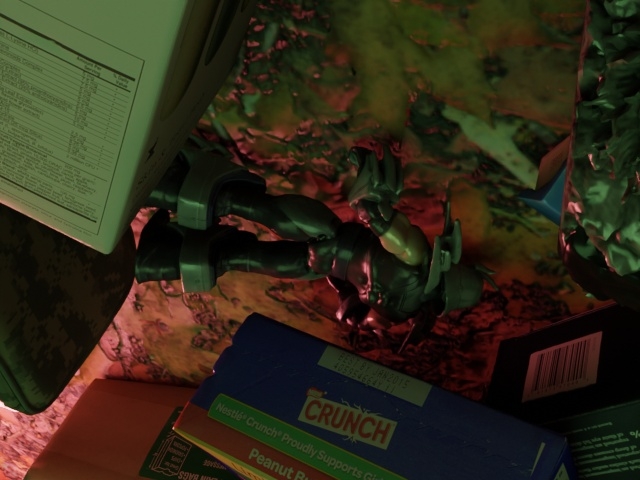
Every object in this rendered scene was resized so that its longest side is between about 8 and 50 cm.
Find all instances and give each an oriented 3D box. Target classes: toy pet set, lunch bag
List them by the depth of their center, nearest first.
[{"bbox_3d":[0.200,-0.021,0.549,0.114,0.065,0.122,33,138,-10],"label":"toy pet set"},{"bbox_3d":[-0.325,-0.033,0.670,0.256,0.213,0.305,6,135,19],"label":"lunch bag"}]

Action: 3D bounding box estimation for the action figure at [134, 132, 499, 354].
[{"bbox_3d":[0.000,0.000,0.648,0.285,0.099,0.185,14,131,5],"label":"action figure"}]

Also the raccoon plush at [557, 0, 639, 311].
[{"bbox_3d":[0.259,-0.109,0.318,0.299,0.216,0.446,7,136,16],"label":"raccoon plush"}]

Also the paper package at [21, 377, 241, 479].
[{"bbox_3d":[-0.129,0.324,0.992,0.324,0.168,0.310,3,135,23],"label":"paper package"}]

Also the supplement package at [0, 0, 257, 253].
[{"bbox_3d":[-0.132,-0.173,0.441,0.198,0.199,0.263,27,139,-4],"label":"supplement package"}]

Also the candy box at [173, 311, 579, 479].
[{"bbox_3d":[0.074,0.215,0.690,0.268,0.122,0.317,18,155,33],"label":"candy box"}]

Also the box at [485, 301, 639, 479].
[{"bbox_3d":[0.260,0.160,0.680,0.207,0.108,0.153,42,136,-20],"label":"box"}]
